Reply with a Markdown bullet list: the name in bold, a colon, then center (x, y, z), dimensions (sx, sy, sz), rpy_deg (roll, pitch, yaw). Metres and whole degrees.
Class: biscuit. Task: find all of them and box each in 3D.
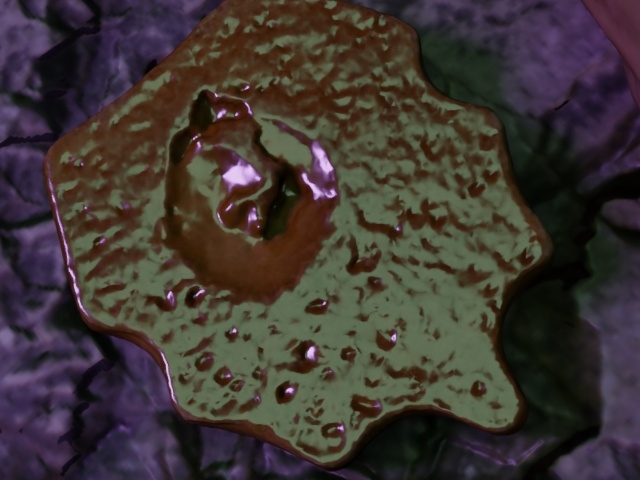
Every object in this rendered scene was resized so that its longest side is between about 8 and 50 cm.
- **biscuit**: center (0.000, 0.001, 0.435), dimensions (0.182, 0.034, 0.215), rpy_deg (-43, 75, -8)

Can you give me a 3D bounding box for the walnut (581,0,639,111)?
- **walnut**: center (0.208, -0.118, 0.351), dimensions (0.273, 0.273, 0.227), rpy_deg (-34, 36, -6)
